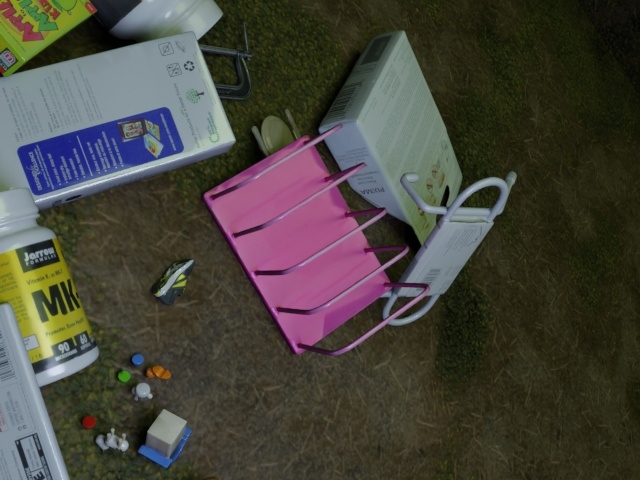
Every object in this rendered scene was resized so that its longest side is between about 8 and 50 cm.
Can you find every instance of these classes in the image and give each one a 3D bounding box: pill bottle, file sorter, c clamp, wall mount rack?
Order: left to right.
[{"bbox_3d":[-0.336,0.055,0.822,0.119,0.119,0.208,-25,98,-48],"label":"pill bottle"},{"bbox_3d":[-0.277,-0.389,1.044,0.278,0.162,0.162,48,46,-21],"label":"pill bottle"},{"bbox_3d":[-0.168,-0.296,1.224,0.161,0.022,0.137,-15,90,-49],"label":"c clamp"},{"bbox_3d":[0.000,0.000,1.106,0.202,0.182,0.290,-33,99,-22],"label":"file sorter"},{"bbox_3d":[0.226,-0.008,1.322,0.304,0.350,0.130,-1,44,-36],"label":"wall mount rack"}]

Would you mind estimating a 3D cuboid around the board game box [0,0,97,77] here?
[{"bbox_3d":[-0.365,-0.286,0.928,0.092,0.043,0.181,52,32,-22],"label":"board game box"}]

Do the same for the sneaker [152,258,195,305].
[{"bbox_3d":[-0.203,0.058,1.040,0.083,0.031,0.035,-50,124,-40],"label":"sneaker"}]

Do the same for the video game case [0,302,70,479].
[{"bbox_3d":[-0.369,0.186,0.739,0.183,0.023,0.201,-19,88,-7],"label":"video game case"}]

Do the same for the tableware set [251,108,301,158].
[{"bbox_3d":[-0.058,-0.115,1.248,0.194,0.039,0.128,65,33,-11],"label":"tableware set"}]

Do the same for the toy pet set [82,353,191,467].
[{"bbox_3d":[-0.223,0.229,0.942,0.114,0.065,0.122,27,44,7],"label":"toy pet set"}]

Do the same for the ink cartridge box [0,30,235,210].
[{"bbox_3d":[-0.291,-0.147,0.946,0.333,0.065,0.165,-20,89,-22],"label":"ink cartridge box"}]

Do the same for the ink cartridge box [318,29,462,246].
[{"bbox_3d":[0.160,-0.174,1.487,0.385,0.091,0.308,60,40,-34],"label":"ink cartridge box"}]

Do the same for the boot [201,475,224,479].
[{"bbox_3d":[-0.229,0.374,0.826,0.211,0.104,0.295,38,54,-29],"label":"boot"}]
